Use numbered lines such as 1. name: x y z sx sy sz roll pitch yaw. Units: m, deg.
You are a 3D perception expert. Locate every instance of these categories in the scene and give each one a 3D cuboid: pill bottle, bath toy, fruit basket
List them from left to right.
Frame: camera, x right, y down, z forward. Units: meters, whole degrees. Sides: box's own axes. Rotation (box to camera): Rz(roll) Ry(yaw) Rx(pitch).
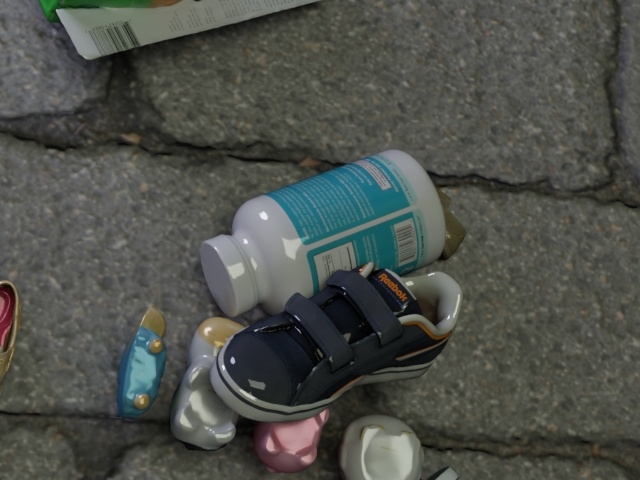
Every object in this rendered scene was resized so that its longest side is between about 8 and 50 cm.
1. fruit basket: -0.197 -0.390 1.748 0.353 0.165 0.327 -20 82 -37
2. bath toy: -0.053 0.189 1.624 0.348 0.129 0.151 24 71 -9
3. pill bottle: 0.000 0.000 1.682 0.264 0.146 0.146 -20 82 -22

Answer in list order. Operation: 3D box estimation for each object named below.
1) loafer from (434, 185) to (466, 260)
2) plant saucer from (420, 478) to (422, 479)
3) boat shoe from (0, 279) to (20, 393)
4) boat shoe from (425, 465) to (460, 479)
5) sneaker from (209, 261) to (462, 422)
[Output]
1. loafer: 0.126 -0.047 1.787 0.050 0.056 0.148 -32 96 -23
2. plant saucer: 0.022 0.401 1.632 0.259 0.048 0.258 -4 76 -18
3. boat shoe: -0.362 0.120 1.581 0.063 0.059 0.170 14 71 -13
4. boat shoe: 0.100 0.331 1.614 0.183 0.065 0.083 -33 86 -24
5. sneaker: 0.024 0.096 1.579 0.321 0.127 0.126 -13 53 -46
